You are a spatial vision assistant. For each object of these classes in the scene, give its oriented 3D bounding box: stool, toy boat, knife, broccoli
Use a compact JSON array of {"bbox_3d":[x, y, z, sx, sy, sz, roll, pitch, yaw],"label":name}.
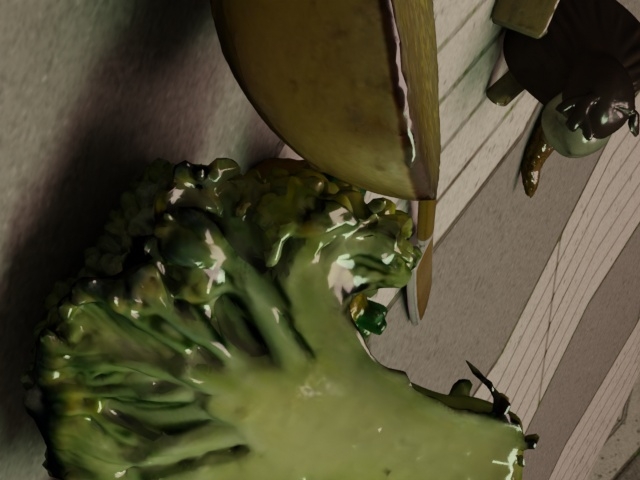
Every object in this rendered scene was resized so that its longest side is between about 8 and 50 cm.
[{"bbox_3d":[0.221,-0.138,1.474,0.121,0.125,0.217,-55,-156,39],"label":"stool"},{"bbox_3d":[0.000,0.000,1.115,0.089,0.088,0.229,-59,161,-21],"label":"toy boat"},{"bbox_3d":[0.084,0.009,1.466,0.256,0.022,0.046,87,24,-61],"label":"knife"},{"bbox_3d":[-0.024,0.059,0.925,0.180,0.273,0.242,-109,-146,-66],"label":"broccoli"}]

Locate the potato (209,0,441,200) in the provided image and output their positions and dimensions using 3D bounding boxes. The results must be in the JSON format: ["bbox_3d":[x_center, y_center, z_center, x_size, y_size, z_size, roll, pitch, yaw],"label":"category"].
[{"bbox_3d":[-0.004,-0.144,0.843,0.299,0.116,0.239,-85,170,-61],"label":"potato"}]

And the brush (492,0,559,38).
[{"bbox_3d":[0.211,-0.308,1.406,0.048,0.054,0.282,9,103,-62],"label":"brush"}]

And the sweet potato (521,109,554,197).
[{"bbox_3d":[0.241,-0.117,1.738,0.041,0.038,0.153,24,91,-49],"label":"sweet potato"}]
